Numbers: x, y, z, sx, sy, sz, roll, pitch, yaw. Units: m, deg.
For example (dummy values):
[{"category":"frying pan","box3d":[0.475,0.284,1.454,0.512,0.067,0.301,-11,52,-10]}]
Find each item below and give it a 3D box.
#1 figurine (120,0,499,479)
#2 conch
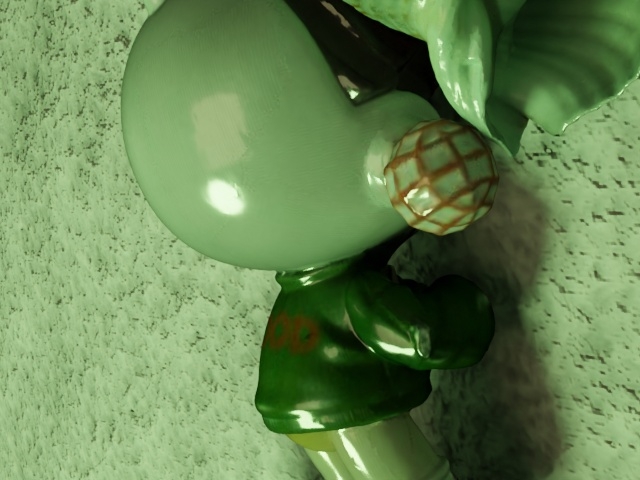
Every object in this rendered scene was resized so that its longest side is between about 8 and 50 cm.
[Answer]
[{"category":"figurine","box3d":[0.000,0.000,0.700,0.281,0.167,0.370,-2,108,67]},{"category":"conch","box3d":[0.076,-0.150,0.568,0.172,0.131,0.200,-13,123,32]}]
